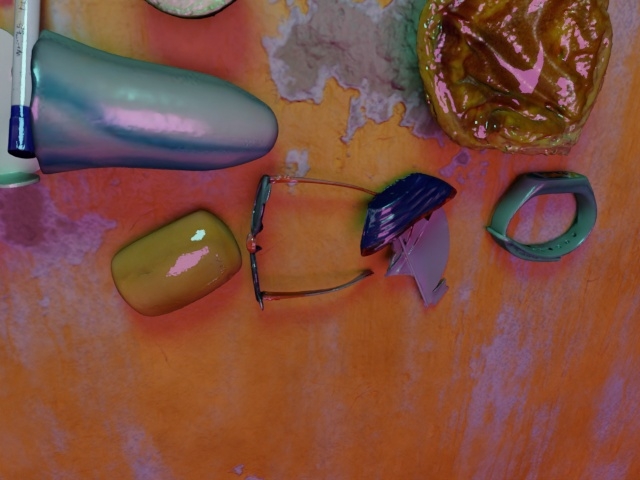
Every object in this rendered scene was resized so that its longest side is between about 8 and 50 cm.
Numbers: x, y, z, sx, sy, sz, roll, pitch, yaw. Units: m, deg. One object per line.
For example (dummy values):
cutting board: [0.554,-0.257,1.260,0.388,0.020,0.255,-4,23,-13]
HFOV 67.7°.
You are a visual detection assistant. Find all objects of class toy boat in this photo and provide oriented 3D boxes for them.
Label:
toy boat: [0.208,-0.002,0.932,0.318,0.072,0.219,35,90,-36]

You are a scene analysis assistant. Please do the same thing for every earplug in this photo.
earplug: [-0.217,-0.172,0.687,0.324,0.185,0.185,3,112,-22]

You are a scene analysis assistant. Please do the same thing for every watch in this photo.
watch: [0.461,-0.048,0.991,0.237,0.068,0.195,-4,116,-18]

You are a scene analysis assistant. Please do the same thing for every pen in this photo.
pen: [-0.380,-0.241,0.617,0.033,0.033,0.269,1,84,-16]

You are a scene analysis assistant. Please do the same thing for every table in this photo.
table: [-0.468,-0.172,0.618,0.167,0.166,0.198,-6,114,-13]

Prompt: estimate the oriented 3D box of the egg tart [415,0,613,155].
egg tart: [0.309,-0.309,0.780,0.352,0.153,0.339,-6,114,-13]

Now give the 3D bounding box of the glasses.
glasses: [0.000,0.000,0.851,0.268,0.118,0.234,-1,110,-16]

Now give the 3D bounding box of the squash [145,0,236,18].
squash: [-0.178,-0.382,0.628,0.170,0.123,0.170,-6,115,-12]

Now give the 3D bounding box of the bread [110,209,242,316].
bread: [-0.244,0.047,0.815,0.217,0.098,0.147,-31,114,-2]
